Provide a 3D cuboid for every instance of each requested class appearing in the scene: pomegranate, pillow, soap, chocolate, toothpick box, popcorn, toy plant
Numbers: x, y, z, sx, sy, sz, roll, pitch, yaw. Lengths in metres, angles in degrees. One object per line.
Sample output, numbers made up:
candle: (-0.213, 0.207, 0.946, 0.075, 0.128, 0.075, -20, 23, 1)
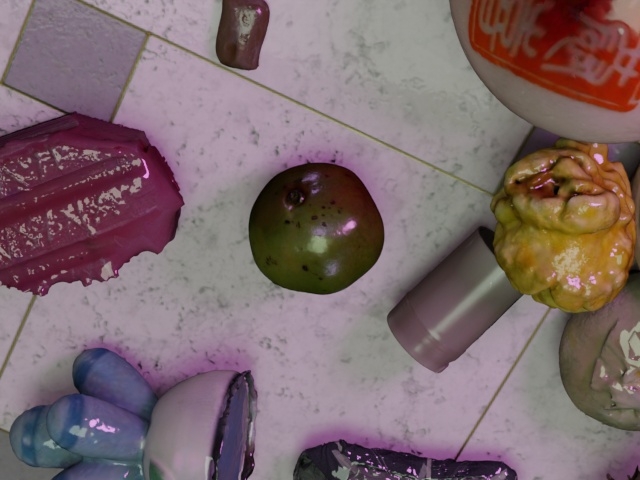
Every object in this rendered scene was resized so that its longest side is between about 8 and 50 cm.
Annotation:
pomegranate: (0.000, 0.000, 1.780, 0.179, 0.180, 0.210, -10, 143, 7)
pillow: (0.125, 0.369, 1.970, 0.335, 0.092, 0.162, 8, 109, 0)
soap: (-0.343, -0.050, 1.785, 0.324, 0.127, 0.220, -17, 113, 9)
chocolate: (-0.103, -0.261, 1.730, 0.064, 0.031, 0.101, 16, 116, 1)
toothpick box: (0.186, 0.080, 1.826, 0.111, 0.111, 0.181, 40, 109, -14)
popcorn: (0.315, -0.026, 1.699, 0.200, 0.203, 0.226, 39, 69, 8)
toy plant: (-0.269, 0.278, 1.894, 0.332, 0.247, 0.247, 6, 115, 8)

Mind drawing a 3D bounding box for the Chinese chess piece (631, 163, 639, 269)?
Chinese chess piece: (0.494, -0.028, 1.682, 0.104, 0.257, 0.257, -3, 118, -30)

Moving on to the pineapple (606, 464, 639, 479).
pineapple: (0.488, 0.355, 1.822, 0.262, 0.262, 0.272, 7, 136, 0)

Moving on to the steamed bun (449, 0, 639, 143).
steamed bun: (0.314, -0.282, 1.538, 0.374, 0.241, 0.375, 11, 114, 27)

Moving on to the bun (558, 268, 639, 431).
bun: (0.439, 0.162, 1.832, 0.239, 0.141, 0.239, 1, 118, 1)
